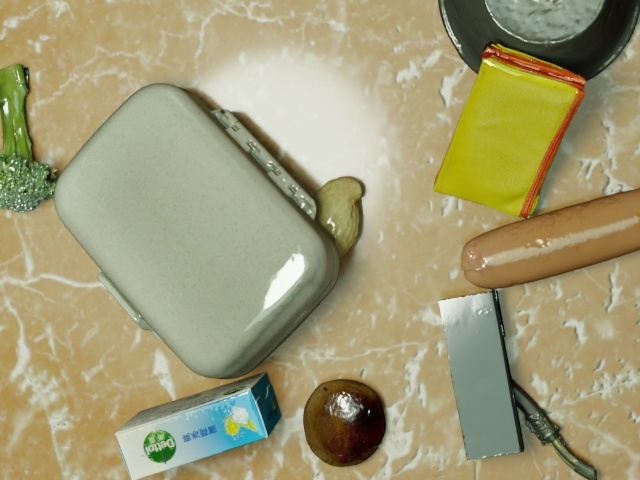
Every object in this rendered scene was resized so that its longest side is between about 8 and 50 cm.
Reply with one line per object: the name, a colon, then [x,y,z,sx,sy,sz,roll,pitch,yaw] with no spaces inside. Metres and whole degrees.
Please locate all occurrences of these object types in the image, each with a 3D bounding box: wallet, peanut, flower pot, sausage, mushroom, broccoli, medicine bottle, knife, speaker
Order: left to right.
broccoli: [-0.421,-0.140,1.819,0.118,0.122,0.204,-3,80,-8]
medicine bottle: [-0.167,-0.014,1.742,0.282,0.123,0.375,-46,74,11]
peanut: [0.000,0.000,1.787,0.082,0.082,0.187,31,98,3]
mushroom: [0.031,0.250,1.818,0.123,0.052,0.123,1,96,10]
speaker: [0.217,0.180,1.782,0.082,0.044,0.218,-11,88,9]
wallet: [0.241,-0.138,1.701,0.141,0.067,0.241,18,137,0]
knife: [0.296,0.246,1.804,0.222,0.021,0.045,40,97,6]
flower pot: [0.282,-0.320,1.688,0.269,0.166,0.269,1,97,5]
sausage: [0.325,-0.002,1.748,0.289,0.086,0.086,-18,93,6]

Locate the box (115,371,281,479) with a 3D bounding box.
box: [-0.161,0.248,1.792,0.194,0.139,0.073,-18,93,8]
